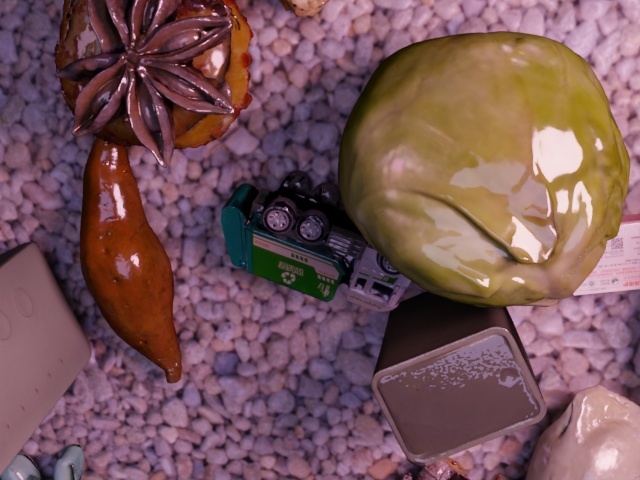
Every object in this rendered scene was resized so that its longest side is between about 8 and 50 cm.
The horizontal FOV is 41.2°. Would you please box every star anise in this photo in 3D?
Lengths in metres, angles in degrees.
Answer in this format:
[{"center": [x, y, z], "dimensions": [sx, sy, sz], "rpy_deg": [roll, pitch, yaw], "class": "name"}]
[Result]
[{"center": [-0.175, -0.185, 0.904], "dimensions": [0.197, 0.073, 0.212], "rpy_deg": [27, 104, 4], "class": "star anise"}]

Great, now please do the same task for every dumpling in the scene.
[{"center": [0.361, 0.316, 1.104], "dimensions": [0.179, 0.131, 0.252], "rpy_deg": [16, 99, -13], "class": "dumpling"}]

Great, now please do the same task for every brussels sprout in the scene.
[{"center": [0.180, -0.086, 0.947], "dimensions": [0.328, 0.247, 0.328], "rpy_deg": [0, 92, 7], "class": "brussels sprout"}]

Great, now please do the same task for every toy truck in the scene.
[{"center": [0.000, 0.000, 1.078], "dimensions": [0.253, 0.114, 0.124], "rpy_deg": [22, 120, 1], "class": "toy truck"}]

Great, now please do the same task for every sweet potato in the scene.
[{"center": [-0.255, 0.032, 1.118], "dimensions": [0.112, 0.112, 0.359], "rpy_deg": [-15, 105, 11], "class": "sweet potato"}]

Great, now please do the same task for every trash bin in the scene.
[{"center": [0.163, 0.137, 1.023], "dimensions": [0.164, 0.240, 0.122], "rpy_deg": [-24, 101, 14], "class": "trash bin"}]

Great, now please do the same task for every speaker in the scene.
[{"center": [-0.435, 0.165, 1.023], "dimensions": [0.183, 0.406, 0.184], "rpy_deg": [-25, 104, 13], "class": "speaker"}]

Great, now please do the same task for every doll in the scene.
[{"center": [-0.403, 0.384, 1.253], "dimensions": [0.159, 0.059, 0.158], "rpy_deg": [-17, 102, 10], "class": "doll"}]

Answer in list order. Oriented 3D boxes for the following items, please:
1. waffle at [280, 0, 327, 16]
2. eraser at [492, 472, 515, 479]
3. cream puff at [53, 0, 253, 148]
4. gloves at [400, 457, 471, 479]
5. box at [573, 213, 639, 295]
[{"center": [-0.044, -0.470, 0.958], "dimensions": [0.261, 0.114, 0.376], "rpy_deg": [-39, 97, 17], "class": "waffle"}, {"center": [0.265, 0.457, 1.201], "dimensions": [0.157, 0.038, 0.230], "rpy_deg": [26, 105, -1], "class": "eraser"}, {"center": [-0.190, -0.219, 1.016], "dimensions": [0.240, 0.164, 0.240], "rpy_deg": [0, 91, 14], "class": "cream puff"}, {"center": [0.142, 0.360, 1.163], "dimensions": [0.144, 0.094, 0.110], "rpy_deg": [-37, 123, -7], "class": "gloves"}, {"center": [0.371, 0.016, 1.067], "dimensions": [0.125, 0.043, 0.089], "rpy_deg": [-5, 104, 8], "class": "box"}]
